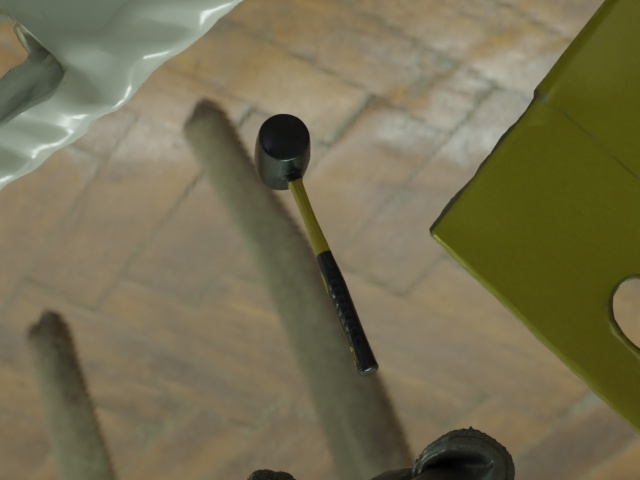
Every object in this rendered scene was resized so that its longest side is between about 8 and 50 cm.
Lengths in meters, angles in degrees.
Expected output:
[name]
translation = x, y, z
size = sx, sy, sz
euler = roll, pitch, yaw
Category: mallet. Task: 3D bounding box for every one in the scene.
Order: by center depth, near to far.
[mallet]
translation = 0.000, 0.000, 1.286
size = 0.039, 0.190, 0.062
euler = -19, 154, -10

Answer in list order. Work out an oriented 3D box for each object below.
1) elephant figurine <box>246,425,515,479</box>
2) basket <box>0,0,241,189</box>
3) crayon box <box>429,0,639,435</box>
[elephant figurine]
translation = 0.074, 0.198, 1.169
size = 0.186, 0.239, 0.169
euler = 7, 131, -20
[basket]
translation = -0.231, -0.131, 0.663
size = 0.328, 0.266, 0.331
euler = -38, 169, 5
[crayon box]
translation = 0.202, -0.058, 0.496
size = 0.318, 0.202, 0.081
euler = -51, 155, 15
